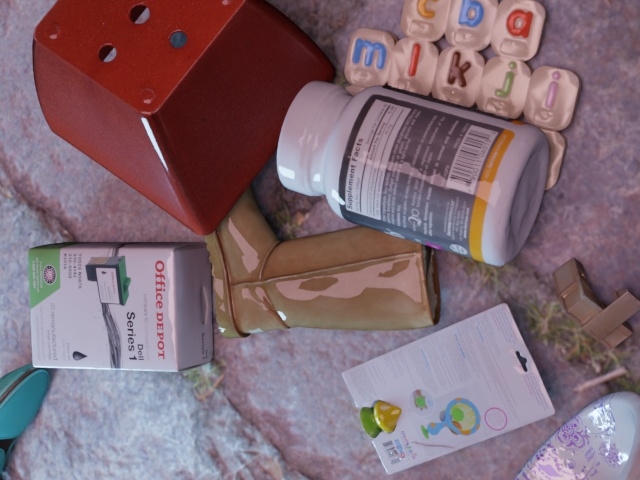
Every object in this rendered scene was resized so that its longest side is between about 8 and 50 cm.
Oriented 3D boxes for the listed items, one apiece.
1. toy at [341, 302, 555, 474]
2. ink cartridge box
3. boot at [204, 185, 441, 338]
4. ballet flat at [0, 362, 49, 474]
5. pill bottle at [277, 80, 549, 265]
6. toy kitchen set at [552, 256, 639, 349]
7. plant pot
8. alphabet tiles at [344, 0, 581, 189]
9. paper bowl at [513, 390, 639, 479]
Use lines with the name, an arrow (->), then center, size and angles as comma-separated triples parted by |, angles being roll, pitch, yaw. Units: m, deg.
toy -> 0.153, 0.173, 1.665 | 0.237, 0.056, 0.137 | -26, 87, 28
ink cartridge box -> -0.255, 0.083, 1.815 | 0.219, 0.092, 0.160 | -1, 94, 24
boot -> 0.000, 0.000, 1.709 | 0.269, 0.089, 0.236 | -8, 93, 21
ballet flat -> -0.452, 0.256, 1.921 | 0.087, 0.083, 0.247 | 34, 104, 32
pill bottle -> 0.103, -0.083, 1.592 | 0.278, 0.162, 0.162 | 17, 100, 22
toy kitchen set -> 0.319, 0.061, 1.599 | 0.083, 0.075, 0.068 | 37, 116, -25
plant pot -> -0.178, -0.211, 1.636 | 0.267, 0.236, 0.267 | 34, 81, 18
alphabet tiles -> 0.155, -0.155, 1.660 | 0.284, 0.021, 0.278 | 15, 102, 22
paper bowl -> 0.299, 0.311, 1.492 | 0.148, 0.284, 0.284 | 39, 109, -6
